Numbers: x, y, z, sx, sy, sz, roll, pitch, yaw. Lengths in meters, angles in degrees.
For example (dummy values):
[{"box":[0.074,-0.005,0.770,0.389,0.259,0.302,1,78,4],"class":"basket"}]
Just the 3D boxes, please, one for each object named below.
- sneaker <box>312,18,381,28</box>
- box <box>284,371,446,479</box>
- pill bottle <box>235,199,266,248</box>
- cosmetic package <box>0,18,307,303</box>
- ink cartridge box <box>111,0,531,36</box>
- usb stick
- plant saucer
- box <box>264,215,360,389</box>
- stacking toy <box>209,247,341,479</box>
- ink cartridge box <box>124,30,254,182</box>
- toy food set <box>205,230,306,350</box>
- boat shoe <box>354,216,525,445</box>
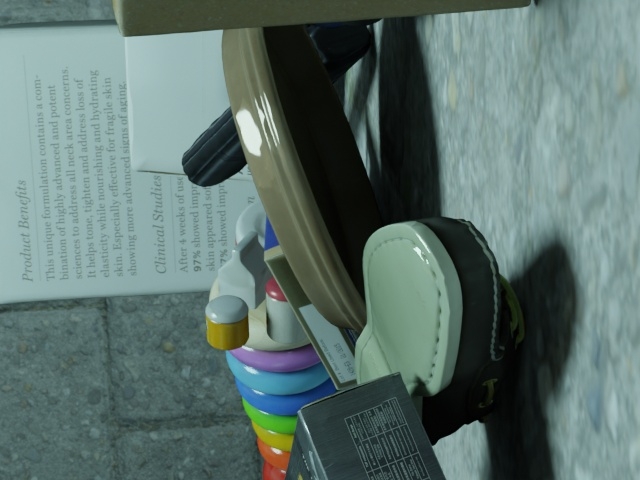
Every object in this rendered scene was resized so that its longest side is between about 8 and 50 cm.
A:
[{"box":[0.014,-0.270,0.870,0.182,0.128,0.315,-117,17,-67],"class":"sneaker"},{"box":[0.050,0.200,0.717,0.183,0.056,0.231,100,148,-70],"class":"box"},{"box":[-0.040,0.054,1.579,0.108,0.108,0.193,-99,8,-47],"class":"pill bottle"},{"box":[-0.217,-0.120,1.818,0.327,0.394,0.329,-120,28,-78],"class":"cosmetic package"},{"box":[0.002,-0.204,0.581,0.234,0.193,0.088,92,170,-45],"class":"ink cartridge box"},{"box":[-0.045,-0.118,1.260,0.045,0.077,0.278,63,146,6],"class":"usb stick"},{"box":[-0.007,-0.055,1.024,0.278,0.041,0.277,-19,-90,-79],"class":"plant saucer"},{"box":[0.000,0.000,1.157,0.225,0.037,0.136,-87,-27,-56],"class":"box"},{"box":[-0.026,0.168,1.506,0.141,0.141,0.330,-100,2,-51],"class":"stacking toy"},{"box":[-0.100,-0.287,1.472,0.384,0.160,0.279,-87,0,-47],"class":"ink cartridge box"},{"box":[-0.028,0.005,1.341,0.232,0.111,0.104,-48,-34,-51],"class":"toy food set"},{"box":[0.064,0.044,0.718,0.227,0.069,0.081,98,151,-65],"class":"boat shoe"}]
